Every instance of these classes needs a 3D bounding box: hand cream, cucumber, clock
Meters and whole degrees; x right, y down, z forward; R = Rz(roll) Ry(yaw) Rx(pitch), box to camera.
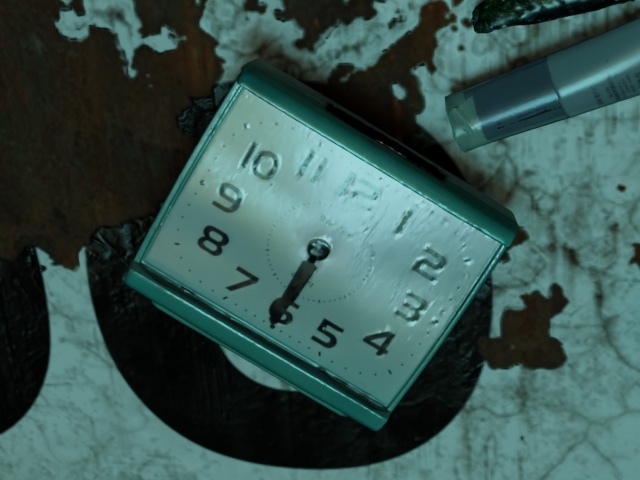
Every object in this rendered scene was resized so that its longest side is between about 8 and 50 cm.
[{"bbox_3d":[0.224,-0.133,0.983,0.255,0.048,0.079,-20,137,18],"label":"hand cream"},{"bbox_3d":[0.239,-0.204,0.953,0.257,0.043,0.044,-12,106,18],"label":"cucumber"},{"bbox_3d":[0.000,0.000,1.065,0.262,0.116,0.231,30,112,-4],"label":"clock"}]
